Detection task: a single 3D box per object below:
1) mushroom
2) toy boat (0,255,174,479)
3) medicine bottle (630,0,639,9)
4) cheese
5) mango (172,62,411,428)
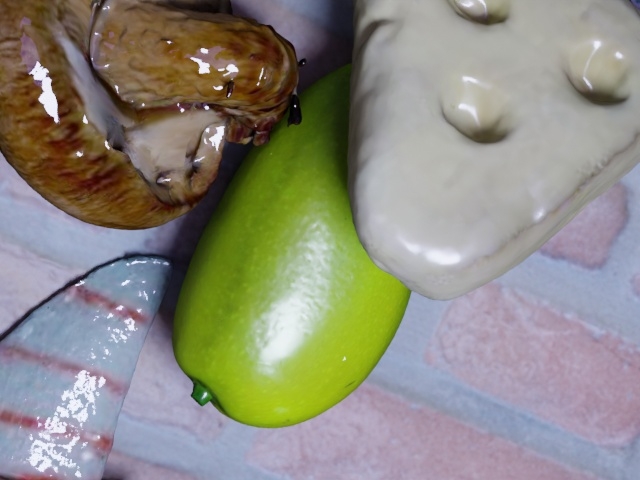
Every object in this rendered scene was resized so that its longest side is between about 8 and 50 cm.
[{"bbox_3d":[-0.153,-0.141,1.383,0.283,0.195,0.263,16,79,-24],"label":"mushroom"},{"bbox_3d":[-0.220,0.135,1.515,0.206,0.096,0.282,20,90,-6],"label":"toy boat"},{"bbox_3d":[0.259,-0.232,1.534,0.079,0.124,0.258,-26,99,-9],"label":"medicine bottle"},{"bbox_3d":[0.095,-0.133,1.399,0.351,0.129,0.328,41,66,3],"label":"cheese"},{"bbox_3d":[0.000,0.000,1.492,0.192,0.156,0.343,27,88,-31],"label":"mango"}]
